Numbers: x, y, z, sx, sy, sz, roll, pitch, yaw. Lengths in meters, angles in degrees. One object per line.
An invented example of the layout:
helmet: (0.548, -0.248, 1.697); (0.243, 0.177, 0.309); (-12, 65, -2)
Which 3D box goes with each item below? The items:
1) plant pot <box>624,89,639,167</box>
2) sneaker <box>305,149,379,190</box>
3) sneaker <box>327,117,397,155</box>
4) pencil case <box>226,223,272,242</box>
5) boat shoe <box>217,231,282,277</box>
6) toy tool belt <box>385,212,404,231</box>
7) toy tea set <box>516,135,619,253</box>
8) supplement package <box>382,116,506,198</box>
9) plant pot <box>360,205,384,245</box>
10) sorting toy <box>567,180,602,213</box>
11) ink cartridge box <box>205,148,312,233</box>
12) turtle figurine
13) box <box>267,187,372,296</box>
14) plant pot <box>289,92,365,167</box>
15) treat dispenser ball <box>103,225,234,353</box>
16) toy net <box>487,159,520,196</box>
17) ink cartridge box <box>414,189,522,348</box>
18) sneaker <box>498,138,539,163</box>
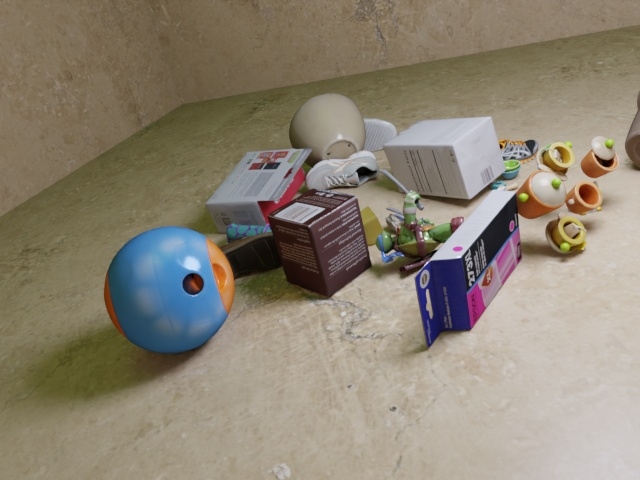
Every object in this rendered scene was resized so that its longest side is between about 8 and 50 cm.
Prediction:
plant pot: (0.938, -0.301, 1.517); (0.229, 0.263, 0.263); (-47, 36, -16)
sneaker: (0.077, -0.223, 1.953); (0.262, 0.099, 0.121); (-22, 38, -1)
sneaker: (0.136, -0.431, 2.271); (0.365, 0.135, 0.150); (-1, 33, 25)
pencil case: (-0.214, -0.020, 1.742); (0.151, 0.065, 0.070); (2, 47, 30)
boat shoe: (-0.202, 0.029, 1.591); (0.307, 0.111, 0.104); (-16, 28, -1)
toy tool belt: (0.220, -0.050, 1.585); (0.051, 0.052, 0.083); (-31, 30, -11)
toy tea set: (0.584, -0.141, 1.316); (0.336, 0.200, 0.124); (-54, -1, -26)
supplement package: (0.364, -0.248, 1.706); (0.177, 0.175, 0.293); (-36, 26, -24)
plant pot: (0.122, -0.031, 1.574); (0.083, 0.081, 0.081); (-29, 27, 0)
sorting toy: (0.668, -0.110, 1.434); (0.083, 0.075, 0.045); (-15, 26, 2)
ink cartridge box: (-0.178, -0.167, 1.887); (0.271, 0.130, 0.309); (0, 40, 28)
turtle figurine: (0.271, -0.064, 1.408); (0.266, 0.198, 0.275); (0, 43, 12)
box: (0.000, 0.000, 1.435); (0.167, 0.203, 0.168); (-34, 32, -33)
plant pot: (0.045, -0.351, 2.048); (0.284, 0.284, 0.191); (-17, 43, -4)
treat dispenser ball: (-0.341, 0.112, 1.306); (0.288, 0.288, 0.288); (-12, 27, 6)
toy net: (0.511, -0.165, 1.657); (0.122, 0.045, 0.232); (-2, 30, 24)
ink cartridge box: (0.319, 0.053, 1.194); (0.069, 0.176, 0.371); (11, 37, 40)
sneaker: (0.593, -0.281, 1.796); (0.214, 0.083, 0.084); (-22, 26, -16)
